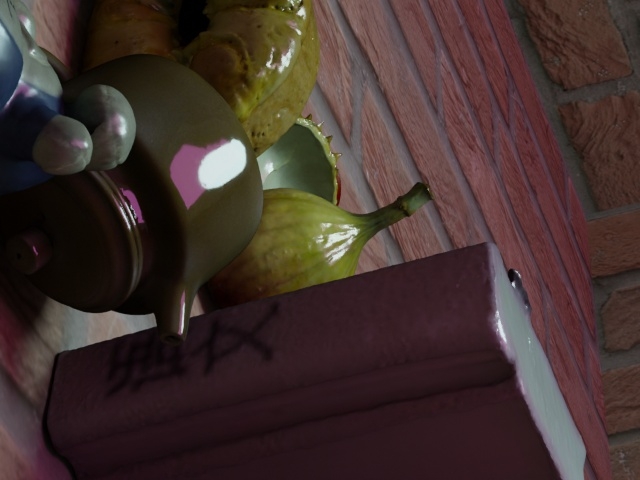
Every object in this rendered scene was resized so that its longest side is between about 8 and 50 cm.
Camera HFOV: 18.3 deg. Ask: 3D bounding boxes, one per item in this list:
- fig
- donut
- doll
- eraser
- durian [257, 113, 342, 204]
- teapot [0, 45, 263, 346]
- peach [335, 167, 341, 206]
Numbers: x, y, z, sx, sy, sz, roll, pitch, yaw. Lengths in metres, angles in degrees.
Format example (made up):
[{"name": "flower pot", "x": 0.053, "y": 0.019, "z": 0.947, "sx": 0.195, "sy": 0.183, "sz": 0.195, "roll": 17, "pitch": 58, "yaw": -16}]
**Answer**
[{"name": "fig", "x": -0.014, "y": -0.007, "z": 1.931, "sx": 0.143, "sy": 0.231, "sz": 0.160, "roll": 44, "pitch": 14, "yaw": 18}, {"name": "donut", "x": -0.101, "y": -0.177, "z": 1.754, "sx": 0.128, "sy": 0.208, "sz": 0.261, "roll": 61, "pitch": 30, "yaw": -52}, {"name": "doll", "x": -0.248, "y": -0.132, "z": 1.302, "sx": 0.228, "sy": 0.154, "sz": 0.258, "roll": 47, "pitch": -10, "yaw": 31}, {"name": "eraser", "x": 0.007, "y": 0.161, "z": 1.554, "sx": 0.122, "sy": 0.359, "sz": 0.272, "roll": -88, "pitch": 159, "yaw": -48}, {"name": "durian", "x": -0.076, "y": -0.083, "z": 2.020, "sx": 0.139, "sy": 0.144, "sz": 0.252, "roll": -46, "pitch": 138, "yaw": -27}, {"name": "teapot", "x": -0.171, "y": -0.037, "z": 1.481, "sx": 0.268, "sy": 0.185, "sz": 0.175, "roll": 48, "pitch": 46, "yaw": 7}, {"name": "peach", "x": -0.027, "y": -0.064, "z": 2.139, "sx": 0.101, "sy": 0.100, "sz": 0.101, "roll": -14, "pitch": 90, "yaw": -75}]
